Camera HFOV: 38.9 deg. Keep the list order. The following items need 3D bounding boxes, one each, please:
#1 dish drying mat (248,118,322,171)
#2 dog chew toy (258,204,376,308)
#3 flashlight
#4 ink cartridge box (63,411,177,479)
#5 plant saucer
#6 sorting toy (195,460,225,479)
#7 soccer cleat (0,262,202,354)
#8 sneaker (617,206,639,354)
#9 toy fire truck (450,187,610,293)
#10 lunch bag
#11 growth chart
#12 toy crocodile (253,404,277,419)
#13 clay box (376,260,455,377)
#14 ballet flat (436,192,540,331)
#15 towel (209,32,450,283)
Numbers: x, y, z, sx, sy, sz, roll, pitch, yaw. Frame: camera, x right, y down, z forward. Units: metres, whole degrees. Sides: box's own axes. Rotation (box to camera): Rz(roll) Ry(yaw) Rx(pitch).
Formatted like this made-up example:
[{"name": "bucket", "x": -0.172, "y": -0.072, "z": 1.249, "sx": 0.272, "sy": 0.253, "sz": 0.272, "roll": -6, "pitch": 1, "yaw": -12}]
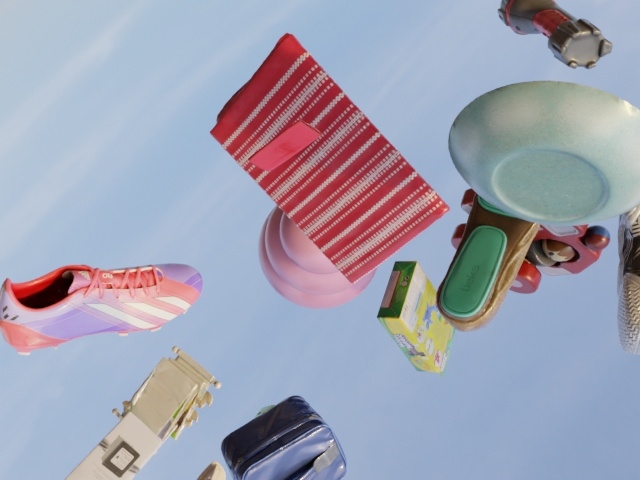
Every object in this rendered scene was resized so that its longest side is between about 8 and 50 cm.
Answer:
[{"name": "dish drying mat", "x": -0.038, "y": -0.099, "z": 0.951, "sx": 0.083, "sy": 0.032, "sz": 0.008, "roll": -33, "pitch": -140, "yaw": 36}, {"name": "dog chew toy", "x": 0.000, "y": 0.000, "z": 1.443, "sx": 0.206, "sy": 0.206, "sz": 0.332, "roll": -43, "pitch": 175, "yaw": -7}, {"name": "flashlight", "x": 0.426, "y": -0.404, "z": 1.700, "sx": 0.103, "sy": 0.103, "sz": 0.304, "roll": -46, "pitch": -154, "yaw": 17}, {"name": "ink cartridge box", "x": -0.263, "y": 0.284, "z": 1.111, "sx": 0.104, "sy": 0.060, "sz": 0.180, "roll": -50, "pitch": 179, "yaw": 36}, {"name": "plant saucer", "x": 0.206, "y": -0.061, "z": 0.807, "sx": 0.195, "sy": 0.195, "sz": 0.037, "roll": -10, "pitch": -131, "yaw": 38}, {"name": "sorting toy", "x": -0.156, "y": 0.388, "z": 1.360, "sx": 0.045, "sy": 0.075, "sz": 0.083, "roll": -42, "pitch": -171, "yaw": 18}, {"name": "soccer cleat", "x": -0.250, "y": 0.062, "z": 1.054, "sx": 0.248, "sy": 0.095, "sz": 0.083, "roll": -13, "pitch": -134, "yaw": -26}, {"name": "sneaker", "x": 0.611, "y": 0.021, "z": 1.514, "sx": 0.210, "sy": 0.137, "sz": 0.366, "roll": 4, "pitch": -114, "yaw": 12}, {"name": "toy fire truck", "x": 0.426, "y": -0.021, "z": 1.789, "sx": 0.254, "sy": 0.302, "sz": 0.169, "roll": -8, "pitch": -129, "yaw": 58}, {"name": "lunch bag", "x": -0.032, "y": 0.184, "z": 0.749, "sx": 0.098, "sy": 0.067, "sz": 0.065, "roll": -32, "pitch": -154, "yaw": -16}, {"name": "growth chart", "x": -0.340, "y": 0.357, "z": 2.012, "sx": 0.237, "sy": 0.021, "sz": 0.172, "roll": -48, "pitch": -112, "yaw": 5}, {"name": "toy crocodile", "x": -0.068, "y": 0.449, "z": 1.531, "sx": 0.105, "sy": 0.341, "sz": 0.115, "roll": -11, "pitch": 178, "yaw": 18}, {"name": "clay box", "x": 0.186, "y": 0.153, "z": 1.700, "sx": 0.053, "sy": 0.222, "sz": 0.127, "roll": -1, "pitch": -127, "yaw": 32}, {"name": "ballet flat", "x": 0.279, "y": -0.014, "z": 1.354, "sx": 0.116, "sy": 0.124, "sz": 0.342, "roll": 19, "pitch": -103, "yaw": 28}, {"name": "towel", "x": 0.003, "y": -0.092, "z": 1.078, "sx": 0.199, "sy": 0.275, "sz": 0.031, "roll": -41, "pitch": -177, "yaw": 47}]
